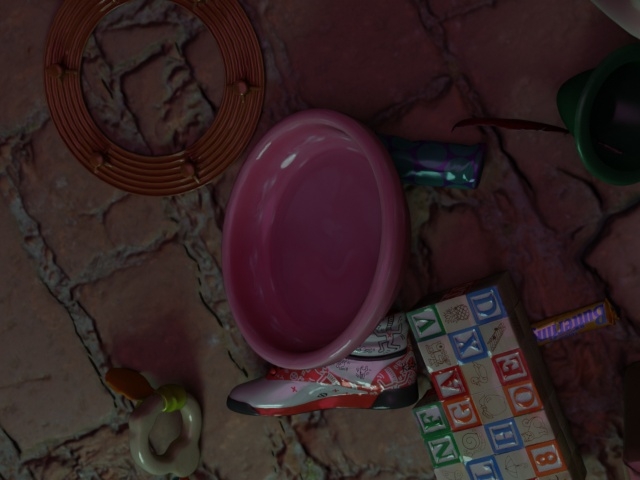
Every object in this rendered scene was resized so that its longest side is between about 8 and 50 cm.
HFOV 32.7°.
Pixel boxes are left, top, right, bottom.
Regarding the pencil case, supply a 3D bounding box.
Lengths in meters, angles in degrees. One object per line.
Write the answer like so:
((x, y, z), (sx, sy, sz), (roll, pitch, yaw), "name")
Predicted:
((0.137, -0.105, 1.423), (0.151, 0.070, 0.064), (8, 135, 13), "pencil case")

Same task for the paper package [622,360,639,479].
((0.460, 0.321, 1.277), (0.168, 0.325, 0.309), (-10, 98, 17), "paper package")

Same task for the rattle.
((-0.245, 0.298, 1.596), (0.142, 0.130, 0.200), (2, 127, 25), "rattle")

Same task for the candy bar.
((0.312, 0.116, 1.439), (0.161, 0.018, 0.040), (-20, 94, 18), "candy bar")

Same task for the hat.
((0.324, -0.174, 1.381), (0.208, 0.183, 0.173), (16, 96, -33), "hat")

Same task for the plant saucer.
((0.000, 0.000, 1.401), (0.332, 0.084, 0.332), (-10, 77, 47), "plant saucer")

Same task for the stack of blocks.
((0.214, 0.208, 1.434), (0.171, 0.087, 0.297), (-19, 95, 23), "stack of blocks")

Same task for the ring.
((-0.240, -0.226, 1.521), (0.336, 0.032, 0.336), (2, 100, 14), "ring")

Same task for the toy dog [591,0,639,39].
((0.500, -0.347, 1.093), (0.284, 0.395, 0.408), (25, 113, -8), "toy dog")

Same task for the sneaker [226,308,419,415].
((-0.003, 0.158, 1.496), (0.270, 0.090, 0.145), (-5, 96, 13), "sneaker")
